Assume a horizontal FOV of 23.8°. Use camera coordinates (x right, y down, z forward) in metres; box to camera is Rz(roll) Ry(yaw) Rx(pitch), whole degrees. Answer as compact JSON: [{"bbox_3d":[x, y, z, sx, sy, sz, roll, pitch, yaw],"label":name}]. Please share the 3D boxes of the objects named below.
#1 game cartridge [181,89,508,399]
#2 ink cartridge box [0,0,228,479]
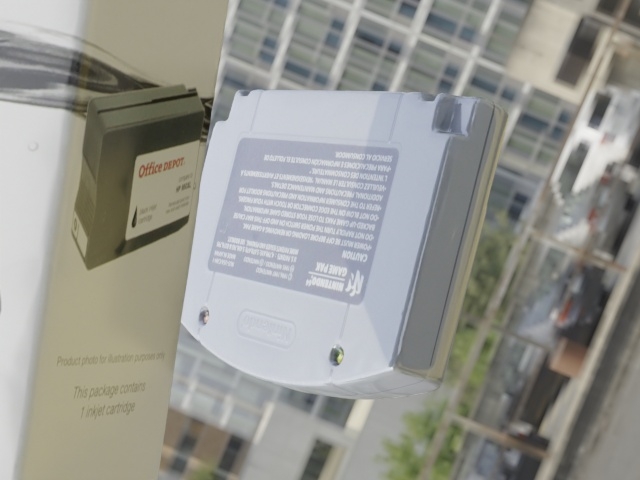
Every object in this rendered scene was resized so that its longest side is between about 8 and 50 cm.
[{"bbox_3d":[0.000,0.000,0.994,0.294,0.060,0.196,11,82,58],"label":"game cartridge"},{"bbox_3d":[-0.216,-0.054,0.759,0.166,0.285,0.395,8,-90,-73],"label":"ink cartridge box"}]
